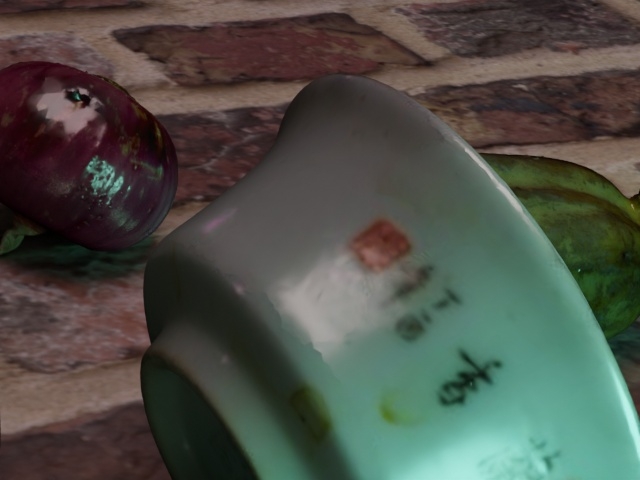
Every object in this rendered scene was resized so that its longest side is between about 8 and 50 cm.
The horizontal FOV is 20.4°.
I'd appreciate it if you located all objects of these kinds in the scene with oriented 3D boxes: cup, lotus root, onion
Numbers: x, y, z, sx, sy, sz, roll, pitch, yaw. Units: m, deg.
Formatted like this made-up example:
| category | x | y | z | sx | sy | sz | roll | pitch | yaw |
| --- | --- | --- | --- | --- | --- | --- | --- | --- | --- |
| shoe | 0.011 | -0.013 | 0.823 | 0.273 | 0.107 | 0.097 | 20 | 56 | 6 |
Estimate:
| category | x | y | z | sx | sy | sz | roll | pitch | yaw |
| --- | --- | --- | --- | --- | --- | --- | --- | --- | --- |
| cup | 0.010 | 0.098 | 0.974 | 0.163 | 0.347 | 0.347 | -27 | 39 | -20 |
| lotus root | 0.144 | 0.011 | 1.351 | 0.309 | 0.173 | 0.173 | 1 | 27 | -17 |
| onion | -0.197 | -0.062 | 1.393 | 0.177 | 0.153 | 0.177 | 5 | 9 | -1 |
